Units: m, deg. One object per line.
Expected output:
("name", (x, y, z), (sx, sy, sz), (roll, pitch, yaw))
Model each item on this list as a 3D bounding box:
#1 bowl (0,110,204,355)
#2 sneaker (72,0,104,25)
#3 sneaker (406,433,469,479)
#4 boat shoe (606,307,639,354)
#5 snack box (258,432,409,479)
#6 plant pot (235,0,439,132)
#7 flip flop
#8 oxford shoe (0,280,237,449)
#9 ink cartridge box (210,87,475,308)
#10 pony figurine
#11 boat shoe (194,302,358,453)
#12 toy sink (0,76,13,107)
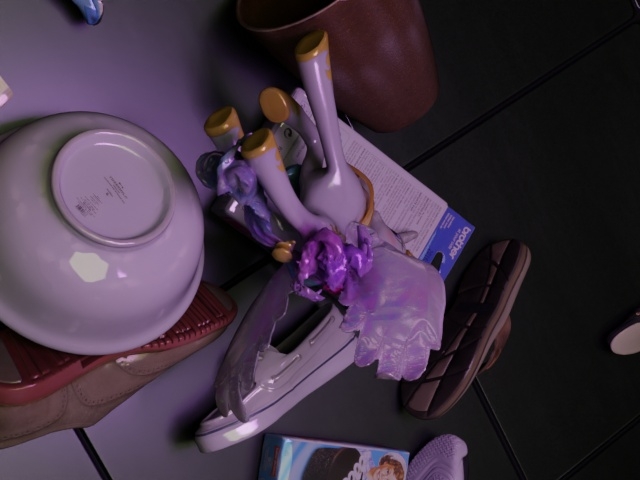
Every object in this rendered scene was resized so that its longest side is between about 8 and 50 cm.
("bowl", (-0.248, -0.033, 1.714), (0.297, 0.134, 0.298), (12, 60, -22))
("sneaker", (-0.313, -0.313, 1.789), (0.073, 0.063, 0.162), (-39, 104, -4))
("sneaker", (0.174, 0.397, 2.025), (0.153, 0.101, 0.269), (24, 71, -38))
("boat shoe", (0.456, 0.122, 2.198), (0.133, 0.042, 0.049), (-25, 127, -25))
("snack box", (0.000, 0.413, 1.948), (0.187, 0.060, 0.322), (10, 85, -28))
("plant pot", (0.047, -0.250, 1.905), (0.215, 0.215, 0.230), (-51, 126, -18))
("flip flop", (0.205, 0.123, 2.039), (0.080, 0.112, 0.277), (47, 64, -35))
("oxford shoe", (-0.253, 0.139, 1.805), (0.348, 0.123, 0.130), (-17, 134, -33))
("ink cartridge box", (0.033, -0.029, 1.961), (0.311, 0.065, 0.186), (36, 76, -20))
("pony figurine", (0.000, 0.000, 1.766), (0.363, 0.302, 0.351), (59, 37, -31))
("boat shoe", (-0.064, 0.166, 1.905), (0.258, 0.095, 0.084), (-35, 102, -34))
("toy sink", (-0.471, -0.125, 1.646), (0.234, 0.153, 0.131), (-46, 110, -19))
